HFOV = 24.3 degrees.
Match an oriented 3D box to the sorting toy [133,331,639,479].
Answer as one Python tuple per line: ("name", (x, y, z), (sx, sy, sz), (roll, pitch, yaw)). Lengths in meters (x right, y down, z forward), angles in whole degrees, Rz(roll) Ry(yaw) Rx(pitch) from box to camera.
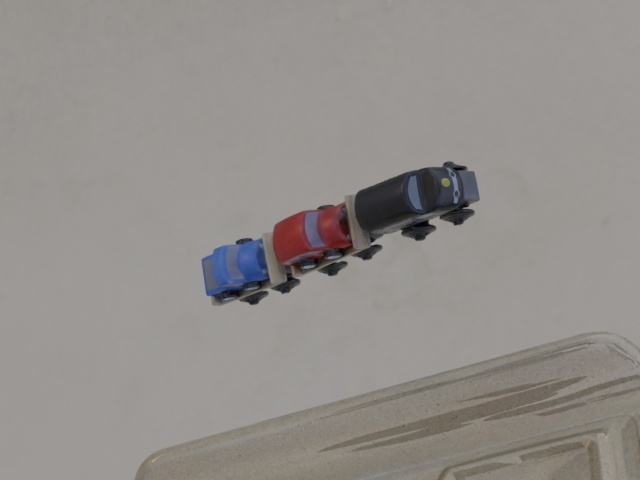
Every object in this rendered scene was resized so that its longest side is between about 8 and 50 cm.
("sorting toy", (-0.022, 0.163, 0.499), (0.307, 0.041, 0.229), (-17, 42, 19))

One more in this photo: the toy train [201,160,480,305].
("toy train", (0.000, 0.000, 0.626), (0.036, 0.158, 0.027), (1, 73, -44))
